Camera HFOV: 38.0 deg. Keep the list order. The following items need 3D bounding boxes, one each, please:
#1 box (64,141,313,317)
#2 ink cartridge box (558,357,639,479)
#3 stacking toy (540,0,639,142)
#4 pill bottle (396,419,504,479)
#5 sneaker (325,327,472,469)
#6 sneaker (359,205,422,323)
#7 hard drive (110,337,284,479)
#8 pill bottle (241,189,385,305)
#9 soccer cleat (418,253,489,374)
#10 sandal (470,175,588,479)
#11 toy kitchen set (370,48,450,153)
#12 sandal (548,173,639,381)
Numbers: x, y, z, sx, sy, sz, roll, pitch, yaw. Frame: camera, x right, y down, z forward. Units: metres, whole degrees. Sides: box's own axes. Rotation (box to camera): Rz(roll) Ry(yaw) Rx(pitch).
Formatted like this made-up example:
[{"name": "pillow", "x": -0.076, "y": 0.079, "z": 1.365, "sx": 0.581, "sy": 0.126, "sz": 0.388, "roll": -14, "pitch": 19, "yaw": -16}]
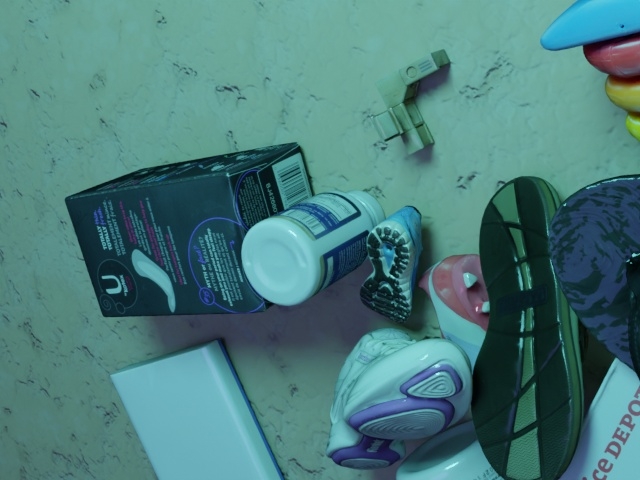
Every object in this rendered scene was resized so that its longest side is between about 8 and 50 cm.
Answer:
[{"name": "box", "x": -0.148, "y": -0.009, "z": 1.117, "sx": 0.271, "sy": 0.143, "sz": 0.165, "roll": -5, "pitch": 106, "yaw": 35}, {"name": "ink cartridge box", "x": 0.393, "y": 0.234, "z": 0.855, "sx": 0.308, "sy": 0.129, "sz": 0.223, "roll": 29, "pitch": 122, "yaw": 22}, {"name": "stacking toy", "x": 0.331, "y": -0.092, "z": 0.774, "sx": 0.175, "sy": 0.166, "sz": 0.301, "roll": -4, "pitch": 117, "yaw": 51}, {"name": "pill bottle", "x": 0.192, "y": 0.326, "z": 1.026, "sx": 0.131, "sy": 0.131, "sz": 0.229, "roll": -29, "pitch": 90, "yaw": 38}, {"name": "sneaker", "x": 0.069, "y": 0.145, "z": 0.991, "sx": 0.114, "sy": 0.152, "sz": 0.305, "roll": 10, "pitch": 153, "yaw": -13}, {"name": "sneaker", "x": 0.090, "y": 0.028, "z": 1.024, "sx": 0.063, "sy": 0.073, "sz": 0.162, "roll": 27, "pitch": 141, "yaw": 18}, {"name": "hard drive", "x": -0.157, "y": 0.308, "z": 1.311, "sx": 0.210, "sy": 0.040, "sz": 0.318, "roll": -20, "pitch": 96, "yaw": 37}, {"name": "pill bottle", "x": 0.000, "y": 0.000, "z": 1.004, "sx": 0.094, "sy": 0.169, "sz": 0.094, "roll": 13, "pitch": 114, "yaw": 31}, {"name": "soccer cleat", "x": 0.187, "y": 0.129, "z": 0.996, "sx": 0.095, "sy": 0.083, "sz": 0.248, "roll": -19, "pitch": 99, "yaw": 58}, {"name": "sandal", "x": 0.217, "y": 0.086, "z": 0.901, "sx": 0.120, "sy": 0.086, "sz": 0.302, "roll": -12, "pitch": 69, "yaw": 49}, {"name": "toy kitchen set", "x": 0.099, "y": -0.138, "z": 0.948, "sx": 0.075, "sy": 0.068, "sz": 0.083, "roll": -23, "pitch": 94, "yaw": 38}, {"name": "sandal", "x": 0.351, "y": 0.119, "z": 0.706, "sx": 0.445, "sy": 0.107, "sz": 0.167, "roll": 49, "pitch": 116, "yaw": 13}]
